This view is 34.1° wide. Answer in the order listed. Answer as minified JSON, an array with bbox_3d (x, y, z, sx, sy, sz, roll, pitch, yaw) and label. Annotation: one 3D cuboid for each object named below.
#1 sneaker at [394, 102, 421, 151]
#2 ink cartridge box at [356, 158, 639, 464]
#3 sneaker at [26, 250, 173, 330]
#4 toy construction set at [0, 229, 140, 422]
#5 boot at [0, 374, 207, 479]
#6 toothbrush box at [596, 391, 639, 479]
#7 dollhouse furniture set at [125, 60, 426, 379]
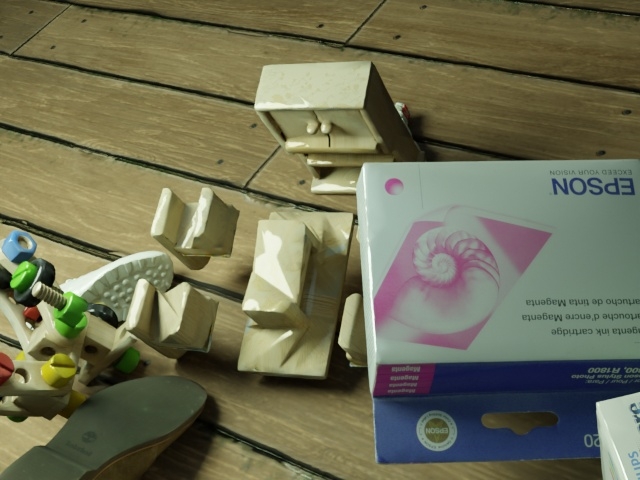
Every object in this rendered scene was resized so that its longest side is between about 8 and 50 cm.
[{"bbox_3d":[0.114,-0.179,1.597,0.075,0.057,0.161,-38,42,-12],"label":"sneaker"},{"bbox_3d":[0.211,0.069,1.133,0.324,0.071,0.330,-1,67,-5],"label":"ink cartridge box"},{"bbox_3d":[-0.320,0.075,1.473,0.235,0.090,0.095,-29,32,-14],"label":"sneaker"},{"bbox_3d":[-0.357,0.173,1.309,0.309,0.237,0.257,-51,33,6],"label":"toy construction set"},{"bbox_3d":[-0.253,0.264,1.236,0.112,0.115,0.305,22,36,30],"label":"boot"},{"bbox_3d":[0.411,0.219,0.951,0.283,0.206,0.122,-13,42,5],"label":"toothbrush box"},{"bbox_3d":[0.000,0.000,1.384,0.362,0.256,0.394,1,67,23],"label":"dollhouse furniture set"}]
